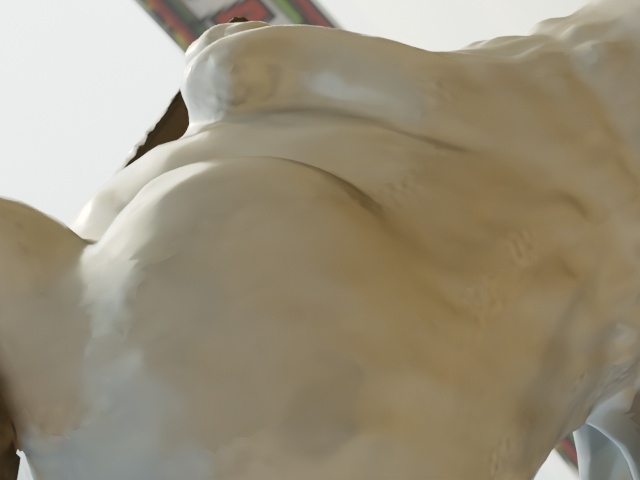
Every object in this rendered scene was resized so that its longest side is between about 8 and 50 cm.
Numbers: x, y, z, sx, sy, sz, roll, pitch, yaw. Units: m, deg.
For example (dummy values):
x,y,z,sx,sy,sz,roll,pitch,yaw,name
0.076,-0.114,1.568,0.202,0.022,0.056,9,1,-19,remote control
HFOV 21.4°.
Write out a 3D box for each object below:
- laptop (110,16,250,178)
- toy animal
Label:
x,y,z,sx,sy,sz,roll,pitch,yaw,name
0.000,0.000,0.811,0.197,0.135,0.016,37,164,-11,laptop
0.053,0.027,0.552,0.258,0.357,0.194,64,163,16,toy animal
